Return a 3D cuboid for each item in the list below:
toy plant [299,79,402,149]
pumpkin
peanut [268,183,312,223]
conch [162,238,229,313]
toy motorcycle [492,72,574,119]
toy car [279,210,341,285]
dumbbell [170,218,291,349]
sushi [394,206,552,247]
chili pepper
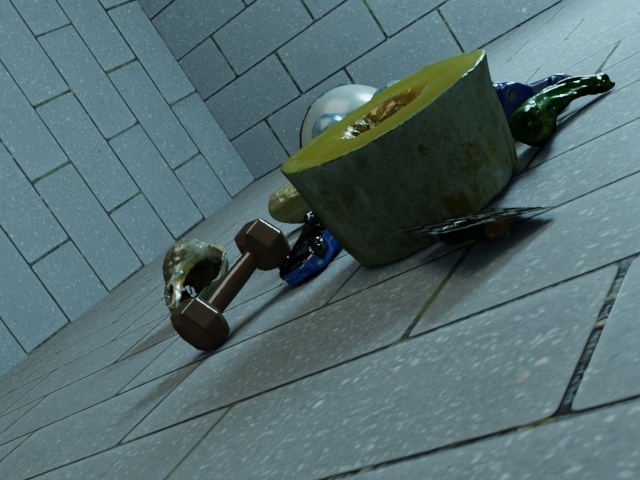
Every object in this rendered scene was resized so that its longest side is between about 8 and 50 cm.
[{"bbox_3d":[0.095,-0.195,1.763,0.247,0.247,0.332,-34,13,-5],"label":"toy plant"},{"bbox_3d":[0.130,-0.109,1.291,0.332,0.199,0.332,-31,16,10],"label":"pumpkin"},{"bbox_3d":[-0.019,-0.095,1.992,0.214,0.098,0.090,-23,20,31],"label":"peanut"},{"bbox_3d":[-0.254,0.071,1.819,0.155,0.130,0.207,-43,17,32],"label":"conch"},{"bbox_3d":[0.311,-0.228,1.478,0.205,0.076,0.114,-9,-7,2],"label":"toy motorcycle"},{"bbox_3d":[0.000,0.000,1.515,0.103,0.063,0.216,-31,23,42],"label":"toy car"},{"bbox_3d":[-0.139,0.067,1.437,0.231,0.082,0.092,-53,18,-26],"label":"dumbbell"},{"bbox_3d":[0.173,-0.010,1.054,0.139,0.031,0.201,-13,4,-9],"label":"sushi"},{"bbox_3d":[0.332,-0.184,1.326,0.122,0.065,0.279,-30,4,41],"label":"chili pepper"}]
